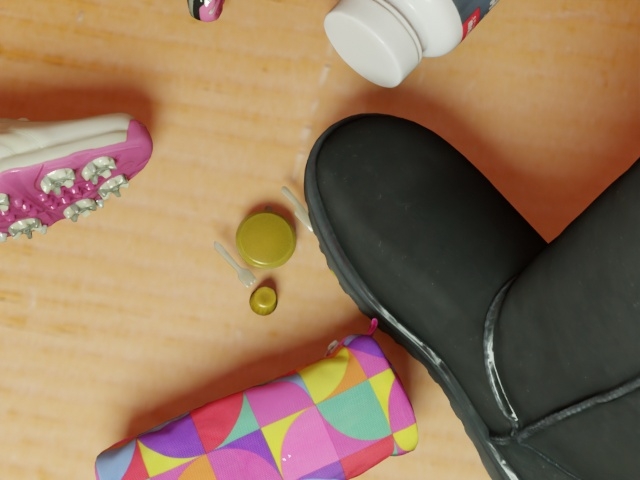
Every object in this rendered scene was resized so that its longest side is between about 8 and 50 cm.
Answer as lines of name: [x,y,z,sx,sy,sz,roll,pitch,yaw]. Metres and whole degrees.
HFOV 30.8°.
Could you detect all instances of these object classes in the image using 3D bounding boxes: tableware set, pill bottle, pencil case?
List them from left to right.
pencil case: [-0.044,0.149,0.832,0.236,0.104,0.104,-24,76,-10]
tableware set: [0.000,0.000,0.925,0.154,0.024,0.104,-39,83,-15]
pill bottle: [0.091,-0.214,0.951,0.108,0.108,0.180,40,75,8]

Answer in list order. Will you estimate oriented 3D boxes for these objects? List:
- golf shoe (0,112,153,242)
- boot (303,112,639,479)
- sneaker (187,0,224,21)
golf shoe: [-0.284,-0.060,0.874,0.306,0.115,0.140,-18,72,-11]
boot: [0.159,-0.002,0.703,0.146,0.445,0.367,-35,83,-18]
sneaker: [-0.122,-0.254,0.971,0.074,0.063,0.170,-8,69,-7]
